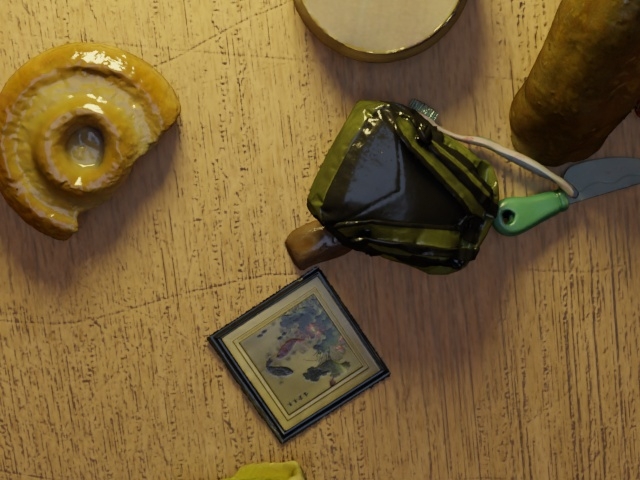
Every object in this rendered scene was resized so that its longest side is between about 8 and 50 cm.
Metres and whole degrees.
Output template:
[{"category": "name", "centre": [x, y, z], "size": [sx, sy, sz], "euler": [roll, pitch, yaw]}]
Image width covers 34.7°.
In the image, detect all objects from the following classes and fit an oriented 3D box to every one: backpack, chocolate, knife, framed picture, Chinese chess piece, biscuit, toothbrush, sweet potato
[{"category": "backpack", "centre": [0.122, -0.064, 1.383], "size": [0.253, 0.140, 0.207], "euler": [25, 95, -15]}, {"category": "chocolate", "centre": [0.000, 0.000, 1.445], "size": [0.101, 0.031, 0.064], "euler": [-21, 93, 3]}, {"category": "knife", "centre": [0.361, -0.074, 1.446], "size": [0.260, 0.034, 0.063], "euler": [-21, 86, -5]}, {"category": "framed picture", "centre": [-0.029, 0.168, 1.477], "size": [0.195, 0.010, 0.199], "euler": [-33, 97, 4]}, {"category": "Chinese chess piece", "centre": [0.080, -0.363, 1.361], "size": [0.250, 0.103, 0.249], "euler": [0, 98, 0]}, {"category": "biscuit", "centre": [-0.340, -0.148, 1.388], "size": [0.213, 0.091, 0.274], "euler": [37, 98, -7]}, {"category": "toothbrush", "centre": [0.240, -0.127, 1.424], "size": [0.269, 0.021, 0.027], "euler": [28, 95, 1]}, {"category": "sweet potato", "centre": [0.353, -0.241, 1.309], "size": [0.158, 0.369, 0.157], "euler": [3, 58, -5]}]

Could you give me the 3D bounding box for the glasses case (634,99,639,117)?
[{"category": "glasses case", "centre": [0.470, -0.264, 1.407], "size": [0.073, 0.049, 0.194], "euler": [-3, 98, -1]}]

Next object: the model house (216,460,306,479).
[{"category": "model house", "centre": [-0.097, 0.425, 1.447], "size": [0.234, 0.175, 0.193], "euler": [-17, 97, -9]}]
